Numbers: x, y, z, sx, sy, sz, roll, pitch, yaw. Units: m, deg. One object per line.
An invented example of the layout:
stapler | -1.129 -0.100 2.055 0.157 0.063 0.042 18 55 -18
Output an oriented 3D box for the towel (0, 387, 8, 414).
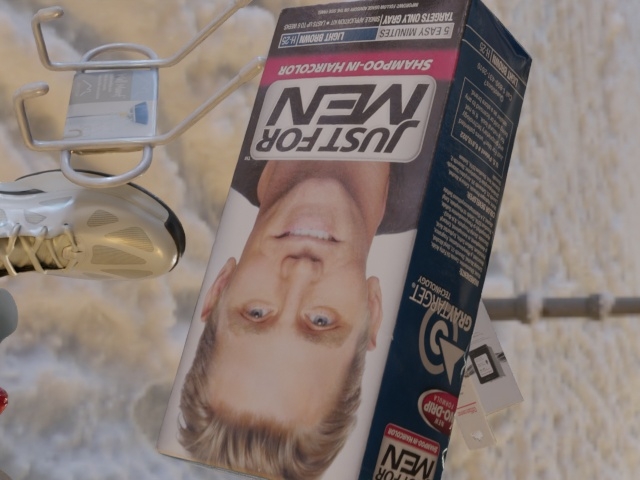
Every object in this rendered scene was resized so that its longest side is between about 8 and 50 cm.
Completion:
towel | -0.373 0.181 0.794 0.199 0.031 0.275 35 91 -40

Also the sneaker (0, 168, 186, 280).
sneaker | -0.409 0.031 1.429 0.257 0.447 0.169 -80 179 -52

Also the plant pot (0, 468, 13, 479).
plant pot | -0.547 0.474 1.514 0.280 0.323 0.323 -148 -129 -77

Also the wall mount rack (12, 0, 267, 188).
wall mount rack | -0.221 -0.214 1.425 0.350 0.304 0.131 -98 -175 -51

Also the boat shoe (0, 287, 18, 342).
boat shoe | -0.472 0.129 1.511 0.183 0.083 0.065 -82 150 -63

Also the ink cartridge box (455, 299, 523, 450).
ink cartridge box | 0.200 0.175 1.460 0.104 0.060 0.180 132 -62 -70

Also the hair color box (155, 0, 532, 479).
hair color box | 0.021 0.005 0.799 0.105 0.173 0.347 31 69 -50
